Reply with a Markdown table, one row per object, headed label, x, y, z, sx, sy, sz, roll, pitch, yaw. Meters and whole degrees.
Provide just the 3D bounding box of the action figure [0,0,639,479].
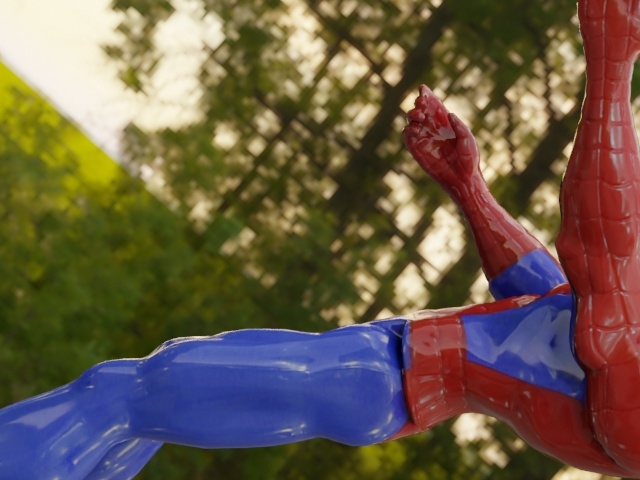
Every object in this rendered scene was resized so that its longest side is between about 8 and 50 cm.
| label | x | y | z | sx | sy | sz | roll | pitch | yaw |
| --- | --- | --- | --- | --- | --- | --- | --- | --- | --- |
| action figure | 0.000 | 0.000 | 0.421 | 0.280 | 0.139 | 0.091 | -2 | -4 | 12 |
